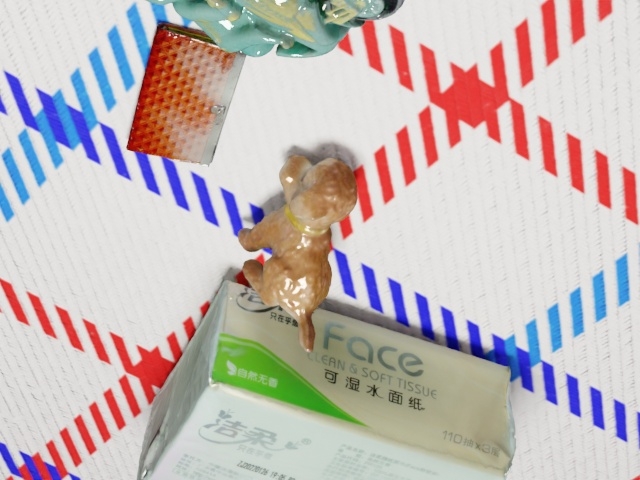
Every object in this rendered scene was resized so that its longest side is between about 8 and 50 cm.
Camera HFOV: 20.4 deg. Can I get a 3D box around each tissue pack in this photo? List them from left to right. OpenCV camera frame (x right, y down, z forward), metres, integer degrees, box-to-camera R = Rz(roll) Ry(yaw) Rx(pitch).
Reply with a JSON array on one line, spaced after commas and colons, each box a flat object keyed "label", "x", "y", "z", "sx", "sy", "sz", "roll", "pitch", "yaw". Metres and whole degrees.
[{"label": "tissue pack", "x": 0.001, "y": 0.249, "z": 2.295, "sx": 0.404, "sy": 0.205, "sz": 0.332, "roll": 19, "pitch": 137, "yaw": -13}]

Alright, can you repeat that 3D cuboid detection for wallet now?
[{"label": "wallet", "x": -0.151, "y": -0.159, "z": 1.989, "sx": 0.103, "sy": 0.020, "sz": 0.196, "roll": 14, "pitch": 138, "yaw": -8}]

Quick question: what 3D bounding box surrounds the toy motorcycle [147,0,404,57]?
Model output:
[{"label": "toy motorcycle", "x": -0.073, "y": -0.264, "z": 1.810, "sx": 0.296, "sy": 0.109, "sz": 0.198, "roll": 18, "pitch": 148, "yaw": -15}]

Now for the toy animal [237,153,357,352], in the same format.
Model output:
[{"label": "toy animal", "x": -0.003, "y": 0.006, "z": 2.047, "sx": 0.104, "sy": 0.184, "sz": 0.185, "roll": 4, "pitch": 138, "yaw": -37}]
